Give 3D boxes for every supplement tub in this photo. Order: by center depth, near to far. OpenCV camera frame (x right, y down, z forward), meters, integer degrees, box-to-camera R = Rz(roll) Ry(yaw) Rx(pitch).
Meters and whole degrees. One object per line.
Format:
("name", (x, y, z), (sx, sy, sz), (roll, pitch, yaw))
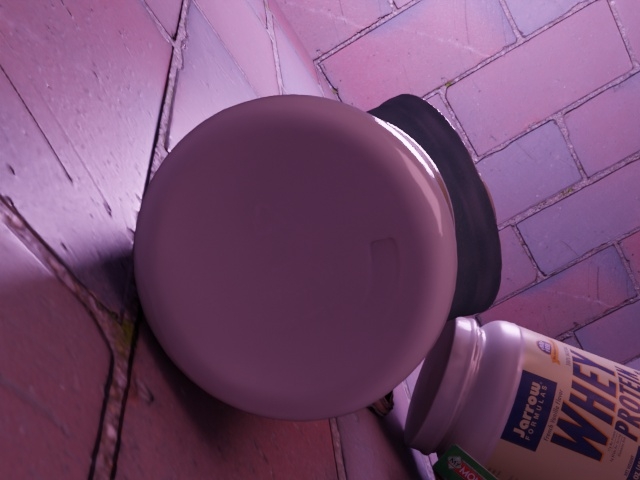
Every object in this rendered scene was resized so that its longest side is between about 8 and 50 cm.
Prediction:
("supplement tub", (0.000, 0.000, 0.727), (0.241, 0.241, 0.331), (60, 11, -1))
("supplement tub", (0.304, 0.253, 1.151), (0.325, 0.235, 0.235), (21, 14, 1))

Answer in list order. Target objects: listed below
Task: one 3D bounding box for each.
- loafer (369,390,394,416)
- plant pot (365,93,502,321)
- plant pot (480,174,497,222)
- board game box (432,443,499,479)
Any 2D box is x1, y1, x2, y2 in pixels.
("loafer", (0.082, 0.206, 1.097), (0.125, 0.039, 0.045), (42, 21, -59))
("plant pot", (0.058, -0.012, 1.008), (0.293, 0.196, 0.293), (160, -90, -75))
("plant pot", (0.110, -0.013, 1.289), (0.191, 0.284, 0.284), (-17, 76, -56))
("board game box", (0.275, 0.400, 0.987), (0.317, 0.046, 0.213), (37, -19, 32))
